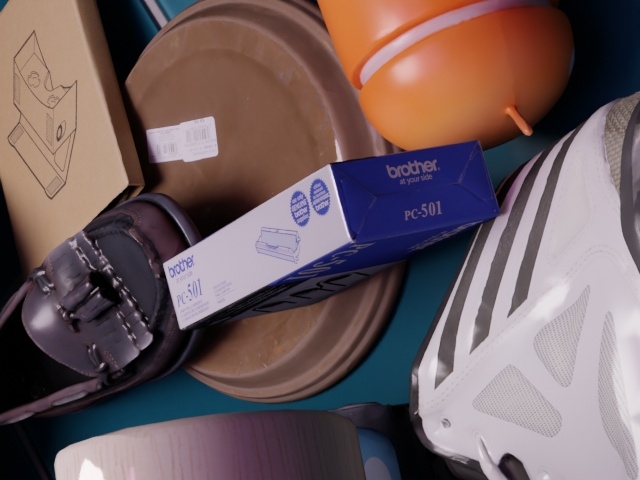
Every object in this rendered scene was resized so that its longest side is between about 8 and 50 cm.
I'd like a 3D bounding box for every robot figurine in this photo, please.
[{"bbox_3d":[0.062,-0.140,1.003,0.158,0.128,0.219,-28,74,26],"label":"robot figurine"}]

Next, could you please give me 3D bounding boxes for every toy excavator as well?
[{"bbox_3d":[-0.069,0.192,0.928,0.433,0.445,0.222,-20,72,33],"label":"toy excavator"}]

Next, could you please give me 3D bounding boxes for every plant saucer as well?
[{"bbox_3d":[-0.056,-0.028,1.184,0.278,0.041,0.277,6,99,44],"label":"plant saucer"}]

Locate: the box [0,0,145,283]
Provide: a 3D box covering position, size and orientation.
[{"bbox_3d":[-0.190,-0.089,1.279,0.164,0.021,0.201,-42,57,47],"label":"box"}]

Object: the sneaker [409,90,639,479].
[{"bbox_3d":[0.191,0.146,0.916,0.257,0.169,0.447,-29,67,50],"label":"sneaker"}]

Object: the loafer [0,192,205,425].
[{"bbox_3d":[-0.164,0.065,1.202,0.109,0.095,0.302,60,148,7],"label":"loafer"}]

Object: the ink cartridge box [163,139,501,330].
[{"bbox_3d":[0.000,0.000,1.006,0.207,0.097,0.046,-28,75,56],"label":"ink cartridge box"}]
